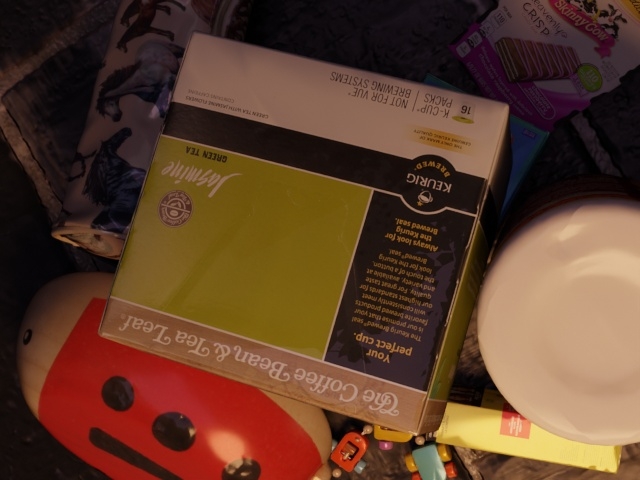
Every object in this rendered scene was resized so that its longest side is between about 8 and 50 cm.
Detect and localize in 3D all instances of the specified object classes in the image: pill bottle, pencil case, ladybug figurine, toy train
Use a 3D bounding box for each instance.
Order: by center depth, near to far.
[{"bbox_3d":[0.287,0.047,1.041,0.223,0.392,0.224,2,99,13],"label":"pill bottle"},{"bbox_3d":[-0.180,-0.173,1.184,0.183,0.160,0.411,10,81,36],"label":"pencil case"},{"bbox_3d":[-0.196,0.212,1.253,0.449,0.162,0.305,24,134,8],"label":"ladybug figurine"},{"bbox_3d":[0.097,0.282,1.302,0.166,0.046,0.125,31,105,11],"label":"toy train"}]

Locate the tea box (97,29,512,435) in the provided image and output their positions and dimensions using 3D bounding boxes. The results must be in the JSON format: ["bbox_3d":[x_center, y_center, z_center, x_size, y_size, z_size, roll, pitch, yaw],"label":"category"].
[{"bbox_3d":[0.000,0.000,1.027,0.328,0.220,0.324,16,84,14],"label":"tea box"}]

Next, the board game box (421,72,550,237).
[{"bbox_3d":[0.143,-0.063,1.145,0.160,0.047,0.210,29,89,15],"label":"board game box"}]

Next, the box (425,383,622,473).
[{"bbox_3d":[0.252,0.229,1.235,0.232,0.087,0.058,9,100,13],"label":"box"}]

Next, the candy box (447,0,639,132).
[{"bbox_3d":[0.276,-0.228,1.116,0.159,0.071,0.233,54,136,2],"label":"candy box"}]

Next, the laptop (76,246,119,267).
[{"bbox_3d":[-0.148,-0.078,1.257,0.234,0.136,0.265,24,109,8],"label":"laptop"}]
